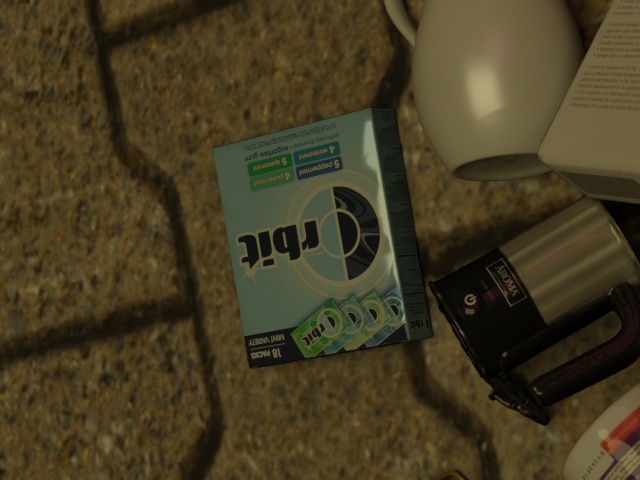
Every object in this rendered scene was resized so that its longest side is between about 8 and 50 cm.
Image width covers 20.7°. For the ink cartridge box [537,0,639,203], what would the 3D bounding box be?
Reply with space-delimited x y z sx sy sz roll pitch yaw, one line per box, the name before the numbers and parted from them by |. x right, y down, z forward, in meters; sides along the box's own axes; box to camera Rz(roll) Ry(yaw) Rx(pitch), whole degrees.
ink cartridge box | 0.301 -0.141 1.111 0.296 0.066 0.261 12 72 56

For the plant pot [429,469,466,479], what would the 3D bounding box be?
plant pot | 0.089 0.240 1.335 0.081 0.081 0.083 43 124 24

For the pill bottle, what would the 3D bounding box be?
pill bottle | 0.267 0.193 1.197 0.193 0.108 0.108 46 115 23

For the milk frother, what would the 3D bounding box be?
milk frother | 0.167 0.056 1.272 0.135 0.143 0.129 -30 79 0

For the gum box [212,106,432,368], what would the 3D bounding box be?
gum box | 0.000 0.000 1.403 0.157 0.041 0.184 -13 84 33

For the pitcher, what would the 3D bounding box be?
pitcher | 0.112 -0.146 1.289 0.178 0.125 0.207 -21 69 53
